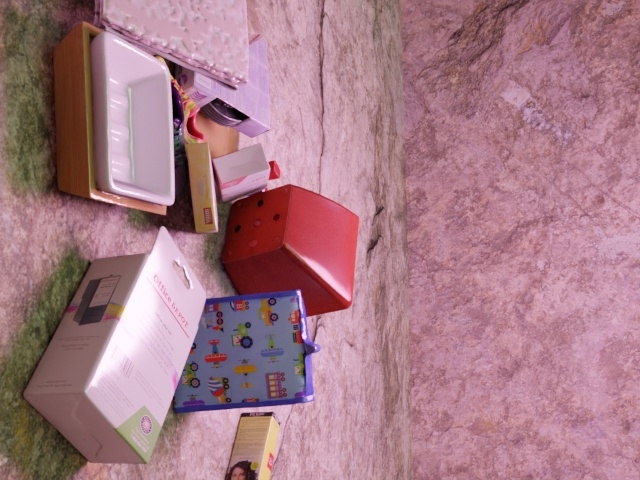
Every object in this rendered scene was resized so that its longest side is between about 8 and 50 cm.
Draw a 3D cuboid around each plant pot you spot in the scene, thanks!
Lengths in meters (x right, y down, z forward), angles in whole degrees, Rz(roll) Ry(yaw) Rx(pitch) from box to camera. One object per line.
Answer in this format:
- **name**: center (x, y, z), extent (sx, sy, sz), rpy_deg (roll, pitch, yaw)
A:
- **plant pot**: center (-0.252, -0.279, 1.752), extent (0.236, 0.032, 0.237), rpy_deg (-7, 90, -70)
- **plant pot**: center (-0.088, 0.017, 1.822), extent (0.235, 0.267, 0.267), rpy_deg (43, 43, -42)

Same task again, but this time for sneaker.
- **sneaker**: center (-0.297, -0.192, 1.463), extent (0.098, 0.083, 0.224), rpy_deg (-166, -108, -72)
- **sneaker**: center (-0.292, -0.279, 1.548), extent (0.081, 0.094, 0.209), rpy_deg (-58, 136, -58)

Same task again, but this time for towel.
- **towel**: center (-0.273, -0.469, 1.419), extent (0.331, 0.053, 0.317), rpy_deg (17, 59, -44)

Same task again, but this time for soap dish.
- **soap dish**: center (-0.355, -0.196, 1.311), extent (0.229, 0.118, 0.291), rpy_deg (14, 70, -69)

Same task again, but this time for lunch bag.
- **lunch bag**: center (-0.143, 0.217, 1.508), extent (0.138, 0.293, 0.221), rpy_deg (3, 82, -70)

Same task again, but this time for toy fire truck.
- **toy fire truck**: center (-0.166, -0.183, 1.937), extent (0.192, 0.047, 0.135), rpy_deg (56, 33, -50)

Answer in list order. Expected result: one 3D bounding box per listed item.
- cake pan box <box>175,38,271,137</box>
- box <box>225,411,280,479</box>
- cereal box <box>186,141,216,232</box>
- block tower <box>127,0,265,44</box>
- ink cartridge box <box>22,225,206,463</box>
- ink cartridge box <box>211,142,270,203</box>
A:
- **cake pan box**: center (-0.216, -0.387, 1.709), extent (0.245, 0.070, 0.267), rpy_deg (22, 56, -47)
- **box**: center (-0.154, 0.498, 1.697), extent (0.058, 0.087, 0.232), rpy_deg (64, 26, -43)
- **cereal box**: center (-0.240, -0.100, 1.559), extent (0.240, 0.047, 0.173), rpy_deg (-177, -99, -82)
- **block tower**: center (-0.253, -0.451, 1.553), extent (0.335, 0.090, 0.097), rpy_deg (-17, 85, -53)
- **ink cartridge box**: center (-0.325, 0.166, 1.276), extent (0.354, 0.119, 0.207), rpy_deg (-75, 151, -43)
- **ink cartridge box**: center (-0.181, -0.147, 1.716), extent (0.198, 0.115, 0.067), rpy_deg (124, -54, -78)
